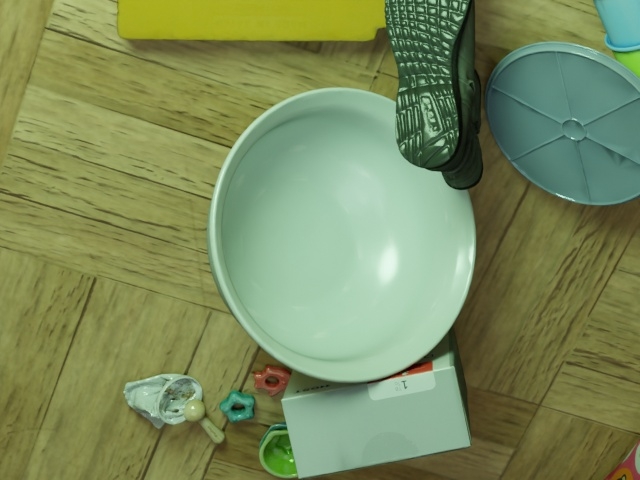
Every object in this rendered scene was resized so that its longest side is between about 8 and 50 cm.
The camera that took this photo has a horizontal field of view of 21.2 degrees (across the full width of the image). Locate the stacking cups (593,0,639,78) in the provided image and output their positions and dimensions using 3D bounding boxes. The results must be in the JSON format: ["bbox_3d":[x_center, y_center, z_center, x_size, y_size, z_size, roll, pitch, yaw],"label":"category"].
[{"bbox_3d":[0.300,-0.230,1.669,0.096,0.096,0.316,-26,117,13],"label":"stacking cups"}]

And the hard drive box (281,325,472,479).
[{"bbox_3d":[0.063,0.167,1.812,0.181,0.232,0.089,-11,98,5],"label":"hard drive box"}]

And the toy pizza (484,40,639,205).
[{"bbox_3d":[0.261,-0.121,1.724,0.201,0.032,0.201,20,138,20],"label":"toy pizza"}]

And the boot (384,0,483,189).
[{"bbox_3d":[0.121,-0.177,1.677,0.083,0.161,0.246,2,88,17],"label":"boot"}]

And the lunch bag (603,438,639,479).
[{"bbox_3d":[0.449,0.353,2.012,0.258,0.120,0.293,24,117,-16],"label":"lunch bag"}]

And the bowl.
[{"bbox_3d":[0.000,0.000,1.740,0.298,0.134,0.297,3,82,-27],"label":"bowl"}]

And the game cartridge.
[{"bbox_3d":[-0.057,-0.342,1.616,0.285,0.052,0.323,1,124,-2],"label":"game cartridge"}]

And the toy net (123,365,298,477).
[{"bbox_3d":[-0.107,0.193,1.941,0.232,0.045,0.122,14,120,-10],"label":"toy net"}]
